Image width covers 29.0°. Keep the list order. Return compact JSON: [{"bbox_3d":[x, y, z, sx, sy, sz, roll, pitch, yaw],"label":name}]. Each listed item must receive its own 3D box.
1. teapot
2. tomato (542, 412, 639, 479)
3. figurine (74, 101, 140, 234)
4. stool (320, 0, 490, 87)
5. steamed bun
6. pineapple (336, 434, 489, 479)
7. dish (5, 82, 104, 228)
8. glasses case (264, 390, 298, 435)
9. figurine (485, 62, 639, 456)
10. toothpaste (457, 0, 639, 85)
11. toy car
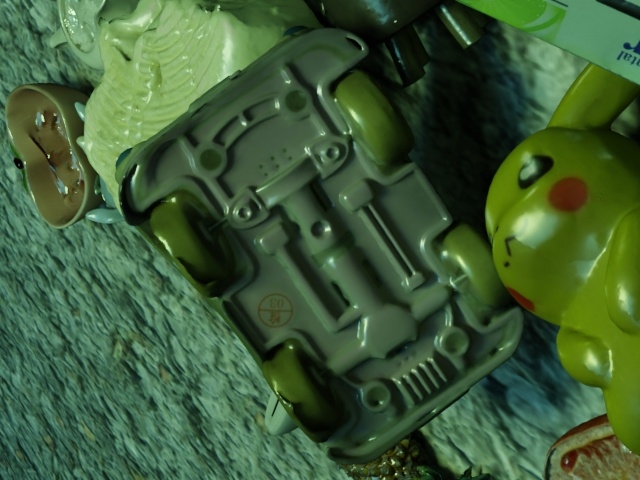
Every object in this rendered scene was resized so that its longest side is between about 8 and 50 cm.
[{"bbox_3d":[-0.275,-0.280,1.539,0.226,0.092,0.145,-24,85,58],"label":"teapot"},{"bbox_3d":[0.298,0.226,1.009,0.236,0.095,0.237,32,135,38],"label":"tomato"},{"bbox_3d":[-0.228,-0.094,1.550,0.184,0.128,0.208,-40,70,53],"label":"figurine"},{"bbox_3d":[0.066,-0.207,1.071,0.121,0.125,0.217,53,170,-13],"label":"stool"},{"bbox_3d":[-0.092,-0.136,1.265,0.320,0.206,0.275,11,101,54],"label":"steamed bun"},{"bbox_3d":[0.086,0.242,1.325,0.221,0.083,0.103,32,133,39],"label":"pineapple"},{"bbox_3d":[-0.349,-0.128,1.730,0.213,0.090,0.213,27,128,42],"label":"dish"},{"bbox_3d":[-0.024,0.174,1.461,0.041,0.063,0.164,51,143,26],"label":"glasses case"},{"bbox_3d":[0.233,0.009,0.914,0.327,0.169,0.218,52,136,30],"label":"figurine"},{"bbox_3d":[0.197,-0.160,0.830,0.336,0.081,0.067,27,134,12],"label":"toothpaste"},{"bbox_3d":[0.000,0.000,1.098,0.336,0.242,0.226,53,178,-11],"label":"toy car"}]
